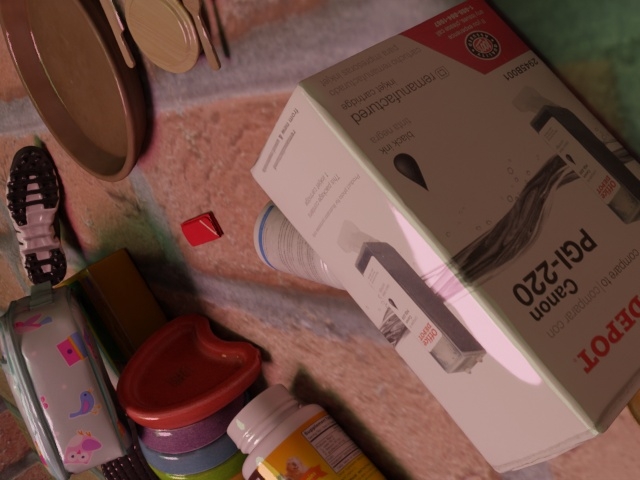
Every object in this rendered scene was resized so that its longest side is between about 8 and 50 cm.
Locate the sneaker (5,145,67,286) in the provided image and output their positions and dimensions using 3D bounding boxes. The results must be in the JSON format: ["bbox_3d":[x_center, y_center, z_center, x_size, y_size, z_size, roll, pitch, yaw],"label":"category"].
[{"bbox_3d":[-0.454,-0.047,1.187,0.106,0.078,0.234,46,140,51],"label":"sneaker"}]

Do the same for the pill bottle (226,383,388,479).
[{"bbox_3d":[-0.004,0.264,0.823,0.215,0.117,0.117,45,146,18],"label":"pill bottle"}]

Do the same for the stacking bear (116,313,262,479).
[{"bbox_3d":[-0.142,0.270,0.989,0.175,0.164,0.289,22,138,43],"label":"stacking bear"}]

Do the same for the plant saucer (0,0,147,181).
[{"bbox_3d":[-0.286,-0.200,0.869,0.278,0.041,0.278,33,141,32],"label":"plant saucer"}]

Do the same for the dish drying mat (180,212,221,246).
[{"bbox_3d":[-0.139,-0.011,0.866,0.083,0.008,0.032,-14,107,56],"label":"dish drying mat"}]

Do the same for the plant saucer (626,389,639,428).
[{"bbox_3d":[0.230,0.103,0.466,0.083,0.015,0.083,34,142,33],"label":"plant saucer"}]

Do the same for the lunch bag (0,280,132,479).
[{"bbox_3d":[-0.335,0.168,0.967,0.279,0.108,0.224,4,115,70],"label":"lunch bag"}]

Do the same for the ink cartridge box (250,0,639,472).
[{"bbox_3d":[0.094,-0.010,0.415,0.218,0.158,0.092,51,147,8],"label":"ink cartridge box"}]

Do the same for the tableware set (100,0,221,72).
[{"bbox_3d":[-0.150,-0.242,0.655,0.128,0.039,0.194,11,133,34],"label":"tableware set"}]

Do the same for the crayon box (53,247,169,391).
[{"bbox_3d":[-0.316,0.135,1.159,0.323,0.083,0.203,-20,101,58],"label":"crayon box"}]

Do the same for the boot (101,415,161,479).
[{"bbox_3d":[-0.392,0.503,1.561,0.223,0.118,0.338,2,115,58],"label":"boot"}]

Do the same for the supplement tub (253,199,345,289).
[{"bbox_3d":[0.000,0.000,0.632,0.107,0.071,0.071,15,129,48],"label":"supplement tub"}]
